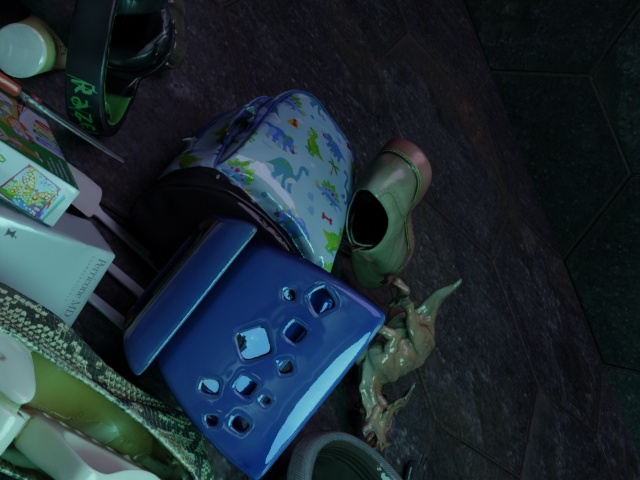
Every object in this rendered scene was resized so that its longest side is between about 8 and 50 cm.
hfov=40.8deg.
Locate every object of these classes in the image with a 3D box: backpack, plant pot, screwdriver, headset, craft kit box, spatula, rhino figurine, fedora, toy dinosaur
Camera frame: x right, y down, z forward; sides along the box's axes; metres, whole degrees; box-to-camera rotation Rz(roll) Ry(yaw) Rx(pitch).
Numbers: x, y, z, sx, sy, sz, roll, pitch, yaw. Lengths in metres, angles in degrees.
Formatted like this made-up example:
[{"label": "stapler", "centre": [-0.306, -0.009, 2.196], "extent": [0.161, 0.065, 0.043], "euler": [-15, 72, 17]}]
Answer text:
[{"label": "backpack", "centre": [-0.085, -0.068, 1.275], "extent": [0.290, 0.273, 0.356], "euler": [48, 16, -17]}, {"label": "plant pot", "centre": [-0.096, 0.098, 1.007], "extent": [0.212, 0.236, 0.236], "euler": [40, -4, -11]}, {"label": "screwdriver", "centre": [0.138, 0.440, 1.440], "extent": [0.025, 0.024, 0.170], "euler": [28, 44, -2]}, {"label": "headset", "centre": [-0.235, -0.320, 1.157], "extent": [0.185, 0.243, 0.395], "euler": [10, 64, -4]}, {"label": "craft kit box", "centre": [-0.388, -0.145, 0.900], "extent": [0.246, 0.061, 0.250], "euler": [33, 9, -39]}, {"label": "spatula", "centre": [-0.278, 0.021, 1.101], "extent": [0.242, 0.019, 0.168], "euler": [45, 35, -30]}, {"label": "rhino figurine", "centre": [-0.256, -0.367, 1.366], "extent": [0.106, 0.073, 0.243], "euler": [30, 43, -39]}, {"label": "fedora", "centre": [0.027, 0.400, 1.186], "extent": [0.275, 0.124, 0.244], "euler": [46, 32, -13]}, {"label": "toy dinosaur", "centre": [0.130, 0.188, 1.429], "extent": [0.295, 0.127, 0.200], "euler": [-40, 110, -18]}]

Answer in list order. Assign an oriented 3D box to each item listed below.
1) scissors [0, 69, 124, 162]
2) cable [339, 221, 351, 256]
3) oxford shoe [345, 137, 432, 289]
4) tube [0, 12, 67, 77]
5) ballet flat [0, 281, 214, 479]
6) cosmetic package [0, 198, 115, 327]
[{"label": "scissors", "centre": [-0.348, -0.169, 0.997], "extent": [0.297, 0.021, 0.109], "euler": [40, 3, -22]}, {"label": "cable", "centre": [0.000, 0.000, 1.533], "extent": [0.140, 0.072, 0.287], "euler": [55, 18, 2]}, {"label": "oxford shoe", "centre": [0.081, -0.016, 1.418], "extent": [0.123, 0.348, 0.130], "euler": [34, 57, 21]}, {"label": "tube", "centre": [-0.354, -0.247, 1.080], "extent": [0.240, 0.062, 0.070], "euler": [-116, -148, -74]}, {"label": "ballet flat", "centre": [-0.266, 0.173, 0.833], "extent": [0.483, 0.164, 0.182], "euler": [42, 0, -37]}, {"label": "cosmetic package", "centre": [-0.343, 0.010, 0.893], "extent": [0.231, 0.117, 0.085], "euler": [24, 14, -46]}]
